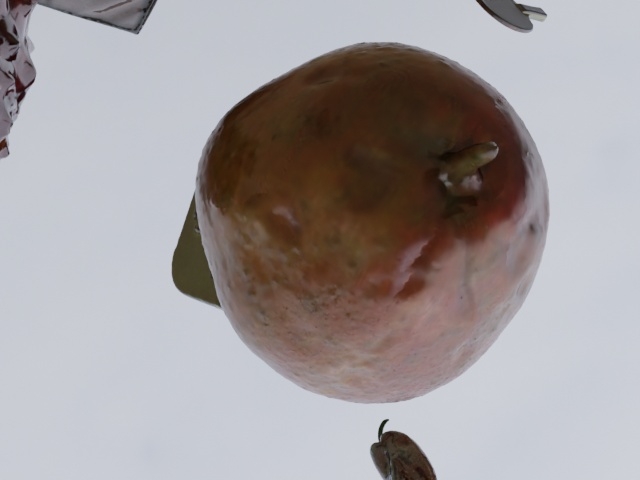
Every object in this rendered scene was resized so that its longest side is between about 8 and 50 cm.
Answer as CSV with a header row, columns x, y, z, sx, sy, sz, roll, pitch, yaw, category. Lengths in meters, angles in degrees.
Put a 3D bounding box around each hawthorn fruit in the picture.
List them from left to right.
x,y,z,sx,sy,sz,roll,pitch,yaw,category
0.050,-0.025,1.227,0.277,0.277,0.298,-37,-177,-27,hawthorn fruit

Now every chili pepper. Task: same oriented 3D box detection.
x,y,z,sx,sy,sz,roll,pitch,yaw,category
0.085,0.226,1.586,0.041,0.050,0.153,-4,-152,-23,chili pepper

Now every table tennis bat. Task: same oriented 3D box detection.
x,y,z,sx,sy,sz,roll,pitch,yaw,category
0.254,-0.308,2.190,0.158,0.014,0.095,0,-134,-53,table tennis bat

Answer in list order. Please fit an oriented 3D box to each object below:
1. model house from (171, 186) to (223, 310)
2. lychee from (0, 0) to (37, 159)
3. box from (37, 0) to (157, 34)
x,y,z,sx,sy,sz,roll,pitch,yaw,category
0.000,0.000,1.954,0.205,0.278,0.218,20,-88,46,model house
-0.460,-0.180,1.428,0.424,0.425,0.500,-24,171,-7,lychee
-0.265,-0.349,1.685,0.252,0.188,0.153,16,-134,-19,box
